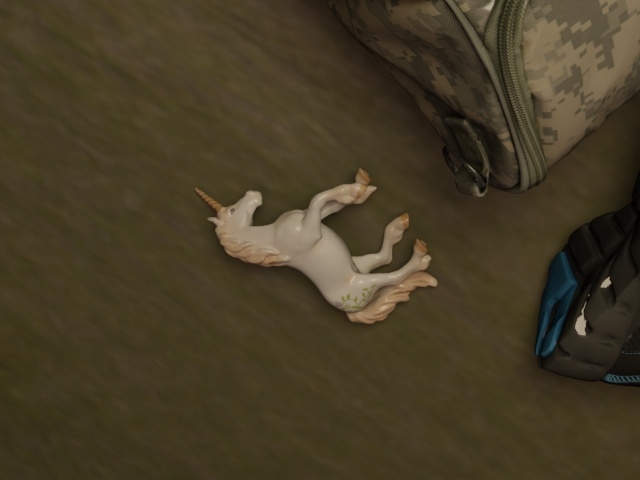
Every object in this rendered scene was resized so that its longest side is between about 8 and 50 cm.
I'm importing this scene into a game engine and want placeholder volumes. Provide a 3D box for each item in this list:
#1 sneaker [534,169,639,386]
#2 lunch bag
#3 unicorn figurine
[{"bbox_3d":[0.255,-0.007,0.794,0.140,0.125,0.341,17,150,-7],"label":"sneaker"},{"bbox_3d":[0.140,-0.202,0.720,0.305,0.212,0.256,-39,113,-9],"label":"lunch bag"},{"bbox_3d":[0.000,0.000,0.908,0.111,0.060,0.162,-37,100,16],"label":"unicorn figurine"}]
